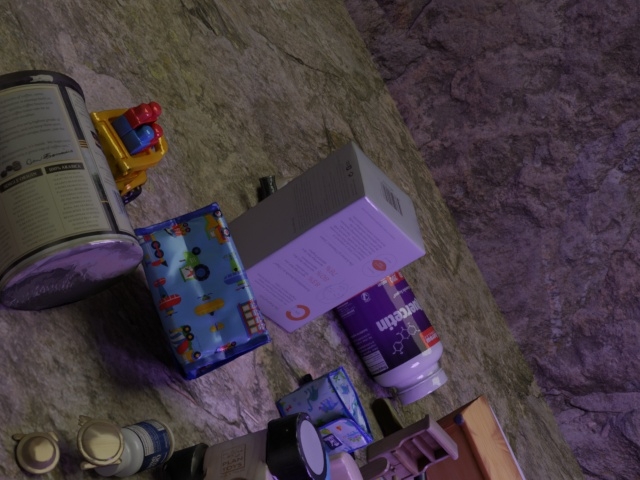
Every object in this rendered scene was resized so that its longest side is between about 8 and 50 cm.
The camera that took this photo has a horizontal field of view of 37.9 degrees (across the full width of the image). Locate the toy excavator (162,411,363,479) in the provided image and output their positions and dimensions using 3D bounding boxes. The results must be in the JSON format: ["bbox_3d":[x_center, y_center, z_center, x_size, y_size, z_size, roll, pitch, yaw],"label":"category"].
[{"bbox_3d":[-0.040,0.441,1.448,0.433,0.222,0.445,-94,159,-51],"label":"toy excavator"}]

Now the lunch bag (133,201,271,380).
[{"bbox_3d":[-0.203,0.096,1.465,0.221,0.138,0.293,68,-19,8],"label":"lunch bag"}]

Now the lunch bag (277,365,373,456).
[{"bbox_3d":[0.012,0.334,1.747,0.151,0.128,0.096,62,23,4],"label":"lunch bag"}]

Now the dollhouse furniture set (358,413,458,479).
[{"bbox_3d":[0.186,0.495,1.866,0.212,0.161,0.242,48,23,-25],"label":"dollhouse furniture set"}]

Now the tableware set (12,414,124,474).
[{"bbox_3d":[-0.309,0.301,1.175,0.141,0.020,0.169,5,58,-35],"label":"tableware set"}]

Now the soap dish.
[{"bbox_3d":[0.328,0.524,2.078,0.118,0.229,0.291,2,57,-45],"label":"soap dish"}]

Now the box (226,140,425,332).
[{"bbox_3d":[0.000,0.000,1.870,0.215,0.345,0.168,41,27,-38],"label":"box"}]

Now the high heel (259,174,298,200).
[{"bbox_3d":[-0.080,-0.054,2.171,0.261,0.093,0.186,-9,86,-76],"label":"high heel"}]

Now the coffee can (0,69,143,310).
[{"bbox_3d":[-0.389,-0.069,1.309,0.201,0.201,0.275,12,50,-62],"label":"coffee can"}]

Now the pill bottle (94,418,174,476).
[{"bbox_3d":[-0.261,0.290,1.293,0.067,0.067,0.120,63,22,12],"label":"pill bottle"}]

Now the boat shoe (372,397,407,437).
[{"bbox_3d":[0.169,0.420,2.079,0.048,0.056,0.153,8,46,-58],"label":"boat shoe"}]

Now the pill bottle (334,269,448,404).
[{"bbox_3d":[0.164,0.211,2.172,0.323,0.181,0.181,60,21,4],"label":"pill bottle"}]

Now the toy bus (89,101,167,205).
[{"bbox_3d":[-0.331,-0.155,1.545,0.149,0.211,0.220,57,20,0],"label":"toy bus"}]

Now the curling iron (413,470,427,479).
[{"bbox_3d":[0.226,0.538,1.983,0.035,0.068,0.274,23,48,-38],"label":"curling iron"}]

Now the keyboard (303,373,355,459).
[{"bbox_3d":[0.008,0.357,1.860,0.192,0.038,0.100,60,-2,6],"label":"keyboard"}]
